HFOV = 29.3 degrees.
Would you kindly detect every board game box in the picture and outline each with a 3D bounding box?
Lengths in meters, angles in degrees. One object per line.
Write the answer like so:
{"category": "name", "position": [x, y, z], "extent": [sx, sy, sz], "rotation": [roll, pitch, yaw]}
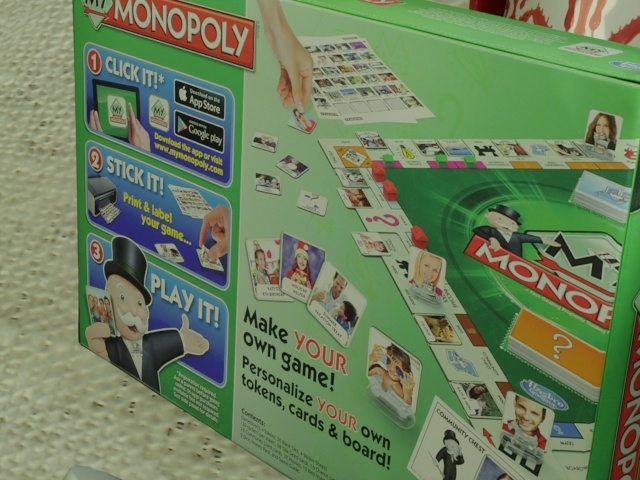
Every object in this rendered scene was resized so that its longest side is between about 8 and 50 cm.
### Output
{"category": "board game box", "position": [0.000, 0.000, 0.519], "extent": [0.317, 0.046, 0.213], "rotation": [24, 118, 42]}

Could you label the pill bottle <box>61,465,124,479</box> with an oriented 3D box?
{"category": "pill bottle", "position": [-0.126, 0.204, 0.545], "extent": [0.108, 0.108, 0.193], "rotation": [27, 86, 42]}

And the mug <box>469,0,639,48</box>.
{"category": "mug", "position": [0.127, -0.094, 0.524], "extent": [0.113, 0.150, 0.169], "rotation": [18, 81, -4]}
